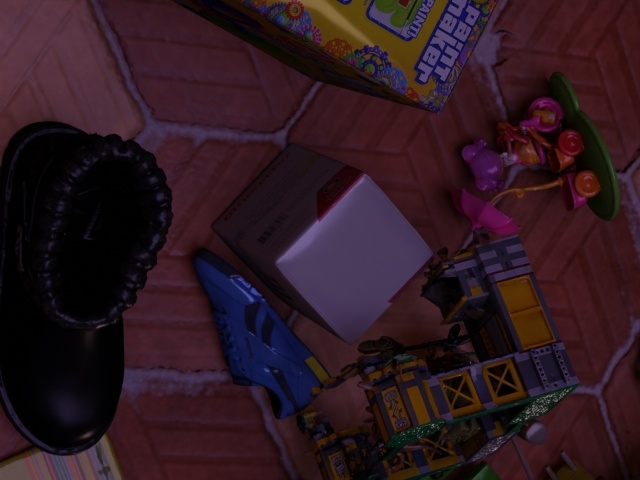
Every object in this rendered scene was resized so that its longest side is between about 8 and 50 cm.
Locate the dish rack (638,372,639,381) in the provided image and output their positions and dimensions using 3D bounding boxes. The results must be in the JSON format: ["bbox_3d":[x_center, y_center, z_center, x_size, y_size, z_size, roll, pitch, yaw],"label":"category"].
[{"bbox_3d":[0.514,0.139,2.032,0.271,0.074,0.208,30,88,-26],"label":"dish rack"}]

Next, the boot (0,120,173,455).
[{"bbox_3d":[-0.224,0.061,1.584,0.131,0.260,0.348,-9,104,-22],"label":"boot"}]

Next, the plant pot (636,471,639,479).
[{"bbox_3d":[0.526,0.390,1.944,0.341,0.341,0.334,-39,112,-12],"label":"plant pot"}]

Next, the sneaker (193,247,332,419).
[{"bbox_3d":[-0.075,0.101,1.766,0.082,0.069,0.209,-41,114,-7],"label":"sneaker"}]

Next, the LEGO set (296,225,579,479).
[{"bbox_3d":[0.099,0.120,1.723,0.255,0.331,0.192,-17,72,-12],"label":"LEGO set"}]

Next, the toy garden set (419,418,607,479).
[{"bbox_3d":[0.205,0.285,1.943,0.204,0.049,0.244,-43,113,-8],"label":"toy garden set"}]

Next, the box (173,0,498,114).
[{"bbox_3d":[-0.019,-0.271,1.589,0.279,0.290,0.177,27,89,-25],"label":"box"}]

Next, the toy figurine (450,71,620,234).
[{"bbox_3d":[0.215,-0.078,1.845,0.159,0.130,0.173,-20,87,-9],"label":"toy figurine"}]

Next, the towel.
[{"bbox_3d":[-0.313,0.269,1.725,0.237,0.021,0.102,-22,104,-17],"label":"towel"}]

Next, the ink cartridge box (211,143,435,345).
[{"bbox_3d":[0.000,0.000,1.719,0.128,0.176,0.127,-46,117,-8],"label":"ink cartridge box"}]
